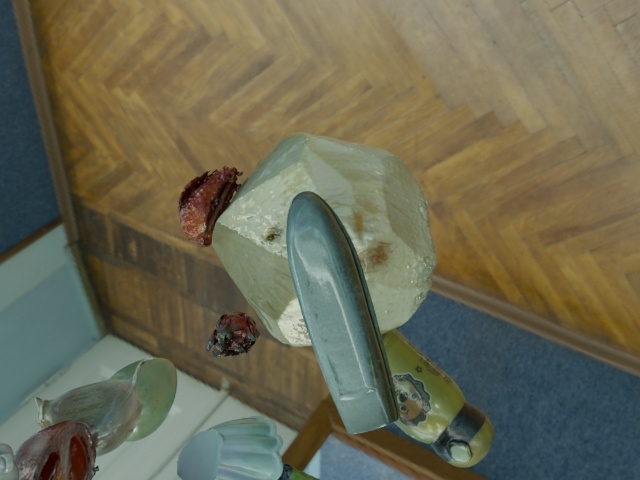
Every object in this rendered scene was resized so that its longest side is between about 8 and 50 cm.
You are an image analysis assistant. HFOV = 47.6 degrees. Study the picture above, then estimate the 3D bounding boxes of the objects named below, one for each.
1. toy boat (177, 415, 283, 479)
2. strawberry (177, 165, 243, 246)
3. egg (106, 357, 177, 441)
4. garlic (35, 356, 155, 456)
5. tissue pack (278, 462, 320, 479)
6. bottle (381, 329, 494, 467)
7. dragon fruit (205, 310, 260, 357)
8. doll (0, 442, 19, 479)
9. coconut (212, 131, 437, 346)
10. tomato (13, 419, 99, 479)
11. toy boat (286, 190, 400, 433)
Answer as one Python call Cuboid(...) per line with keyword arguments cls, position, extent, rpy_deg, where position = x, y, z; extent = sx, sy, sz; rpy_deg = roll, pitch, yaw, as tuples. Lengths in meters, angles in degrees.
Cuboid(cls="toy boat", position=(-0.189, 0.430, 1.398), extent=(0.100, 0.199, 0.290), rpy_deg=(27, 151, -30))
Cuboid(cls="strawberry", position=(-0.214, -0.073, 1.374), extent=(0.082, 0.188, 0.121), rpy_deg=(18, 132, 5))
Cuboid(cls="egg", position=(-0.570, 0.494, 2.290), extent=(0.218, 0.295, 0.218), rpy_deg=(26, 144, 21))
Cuboid(cls="garlic", position=(-0.441, 0.360, 1.504), extent=(0.128, 0.266, 0.148), rpy_deg=(-150, 39, -69))
Cuboid(cls="tissue pack", position=(-0.167, 0.669, 1.563), extent=(0.124, 0.394, 0.288), rpy_deg=(31, 159, -19))
Cuboid(cls="bottle", position=(0.242, 0.370, 1.671), extent=(0.351, 0.171, 0.171), rpy_deg=(39, 137, 12))
Cuboid(cls="dragon fruit", position=(-0.232, 0.256, 1.956), extent=(0.121, 0.142, 0.130), rpy_deg=(27, 100, 3))
Cuboid(cls="doll", position=(-0.571, 0.432, 1.109), extent=(0.384, 0.099, 0.188), rpy_deg=(-44, 66, 26))
Cuboid(cls="coconut", position=(0.000, 0.000, 1.333), extent=(0.415, 0.415, 0.344), rpy_deg=(41, 139, 4))
Cuboid(cls="tomato", position=(-0.500, 0.417, 1.302), extent=(0.112, 0.228, 0.199), rpy_deg=(7, 95, 11))
Cuboid(cls="toy boat", position=(0.019, 0.072, 0.770), extent=(0.078, 0.085, 0.260), rpy_deg=(-19, 86, 14))
